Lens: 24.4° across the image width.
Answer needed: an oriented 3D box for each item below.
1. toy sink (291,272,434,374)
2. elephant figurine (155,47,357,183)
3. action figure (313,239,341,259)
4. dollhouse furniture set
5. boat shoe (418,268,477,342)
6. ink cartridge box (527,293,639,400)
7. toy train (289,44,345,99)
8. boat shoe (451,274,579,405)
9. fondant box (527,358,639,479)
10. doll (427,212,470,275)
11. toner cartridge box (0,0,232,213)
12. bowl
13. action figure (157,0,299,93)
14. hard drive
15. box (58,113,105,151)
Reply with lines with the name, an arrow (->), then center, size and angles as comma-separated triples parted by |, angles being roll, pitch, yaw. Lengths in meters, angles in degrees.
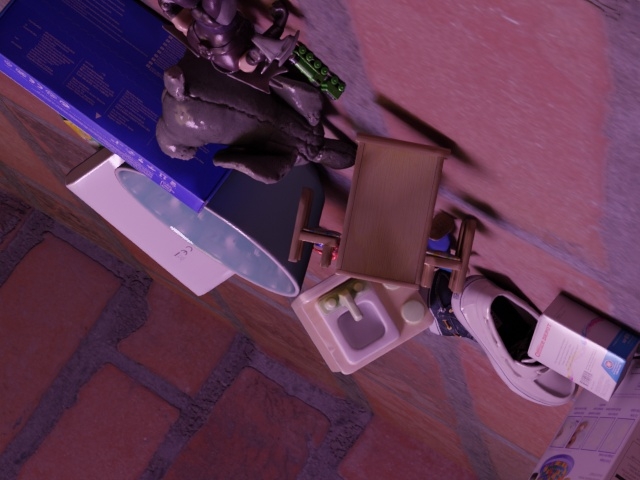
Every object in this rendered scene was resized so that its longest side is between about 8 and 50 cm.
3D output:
toy sink -> 0.060, 0.100, 2.087 | 0.131, 0.153, 0.234 | 58, 173, 3
elephant figurine -> -0.065, -0.145, 1.772 | 0.239, 0.186, 0.169 | 24, 134, 0
action figure -> 0.000, 0.000, 2.350 | 0.115, 0.038, 0.030 | 32, -176, 13
dollhouse furniture set -> 0.081, -0.035, 1.761 | 0.212, 0.161, 0.242 | 11, -179, 1
boat shoe -> 0.197, 0.091, 2.157 | 0.083, 0.065, 0.183 | 12, 158, 20
ink cartridge box -> 0.337, 0.136, 1.900 | 0.122, 0.052, 0.088 | 29, 140, 17
toy train -> -0.005, -0.189, 1.675 | 0.083, 0.023, 0.017 | 40, 166, -28
boat shoe -> 0.289, 0.147, 2.056 | 0.267, 0.096, 0.088 | 51, 166, -29
fondant box -> 0.363, 0.312, 1.918 | 0.096, 0.330, 0.238 | 36, 168, -7
doll -> 0.147, 0.006, 1.976 | 0.129, 0.046, 0.189 | 32, 167, 12
toner cartridge box -> -0.244, -0.204, 1.885 | 0.348, 0.165, 0.075 | 37, 164, -3
bowl -> -0.116, -0.072, 2.082 | 0.312, 0.163, 0.311 | 33, 168, 8
action figure -> -0.116, -0.253, 1.574 | 0.185, 0.099, 0.285 | 22, 168, 20
hard drive -> -0.216, -0.059, 2.340 | 0.319, 0.210, 0.040 | 43, -158, -36
box -> -0.321, -0.187, 2.303 | 0.043, 0.105, 0.179 | 7, 152, 49
